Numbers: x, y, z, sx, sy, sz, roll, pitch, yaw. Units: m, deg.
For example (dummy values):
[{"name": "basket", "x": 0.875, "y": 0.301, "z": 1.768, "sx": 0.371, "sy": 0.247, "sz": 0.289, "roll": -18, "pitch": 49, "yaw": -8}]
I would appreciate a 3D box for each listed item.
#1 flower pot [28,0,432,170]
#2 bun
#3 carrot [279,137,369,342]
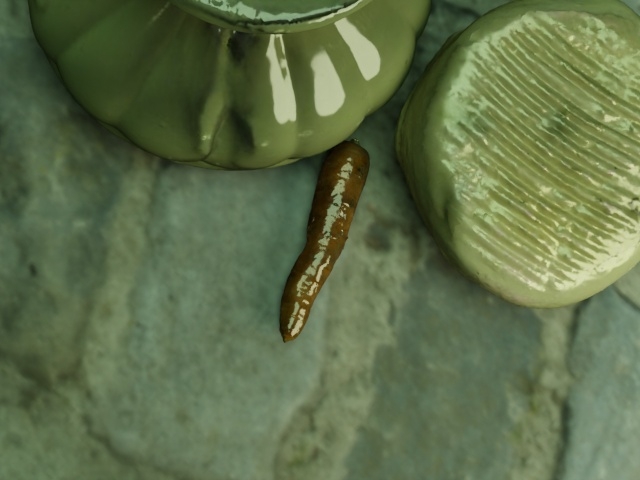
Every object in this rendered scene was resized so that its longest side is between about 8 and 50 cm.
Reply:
[{"name": "flower pot", "x": -0.056, "y": -0.214, "z": 1.297, "sx": 0.307, "sy": 0.244, "sz": 0.307, "roll": 3, "pitch": 76, "yaw": -11}, {"name": "bun", "x": 0.161, "y": -0.072, "z": 1.371, "sx": 0.210, "sy": 0.116, "sz": 0.237, "roll": 21, "pitch": 89, "yaw": -8}, {"name": "carrot", "x": 0.002, "y": 0.000, "z": 1.366, "sx": 0.035, "sy": 0.035, "sz": 0.165, "roll": 19, "pitch": 77, "yaw": -6}]
